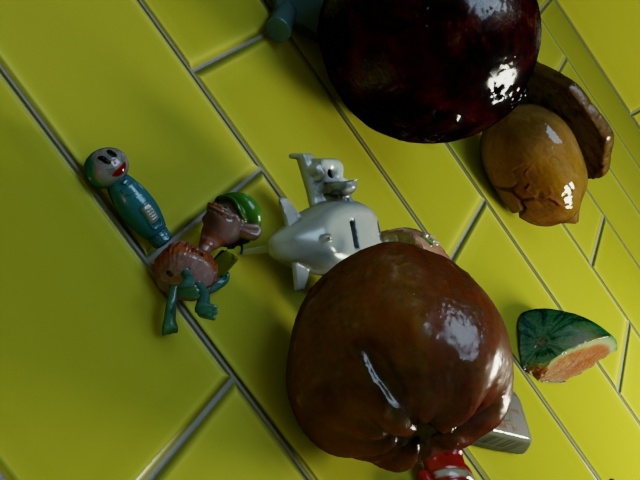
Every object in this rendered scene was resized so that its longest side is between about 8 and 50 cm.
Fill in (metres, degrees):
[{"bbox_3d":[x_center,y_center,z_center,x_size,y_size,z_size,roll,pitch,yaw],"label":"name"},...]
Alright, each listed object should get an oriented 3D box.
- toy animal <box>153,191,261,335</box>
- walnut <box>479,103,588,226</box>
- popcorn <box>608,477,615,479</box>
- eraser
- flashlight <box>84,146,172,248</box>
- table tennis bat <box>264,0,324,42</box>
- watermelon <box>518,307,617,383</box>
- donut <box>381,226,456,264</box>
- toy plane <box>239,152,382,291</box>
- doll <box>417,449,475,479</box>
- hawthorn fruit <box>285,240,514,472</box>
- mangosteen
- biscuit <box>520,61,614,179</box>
[{"bbox_3d":[-0.129,0.029,1.138,0.208,0.100,0.103,-72,158,-55],"label":"toy animal"},{"bbox_3d":[0.452,-0.146,2.067,0.298,0.203,0.203,53,30,-12],"label":"walnut"},{"bbox_3d":[0.514,0.535,1.435,0.274,0.279,0.335,87,13,-58],"label":"popcorn"},{"bbox_3d":[0.222,0.254,1.479,0.352,0.061,0.089,23,46,-45],"label":"eraser"},{"bbox_3d":[-0.214,-0.048,1.119,0.129,0.051,0.051,54,29,-17],"label":"flashlight"},{"bbox_3d":[-0.047,-0.425,1.730,0.215,0.044,0.329,48,29,-21],"label":"table tennis bat"},{"bbox_3d":[0.442,0.171,1.863,0.231,0.128,0.146,12,35,-49],"label":"watermelon"},{"bbox_3d":[0.164,0.090,1.521,0.199,0.085,0.232,32,40,-40],"label":"donut"},{"bbox_3d":[0.000,0.000,1.334,0.245,0.117,0.244,31,53,-53],"label":"toy plane"},{"bbox_3d":[0.186,0.374,1.300,0.142,0.076,0.245,26,38,-42],"label":"doll"},{"bbox_3d":[0.088,0.118,1.205,0.277,0.277,0.298,32,37,-39],"label":"hawthorn fruit"},{"bbox_3d":[0.177,-0.357,1.673,0.381,0.381,0.421,38,31,-32],"label":"mangosteen"},{"bbox_3d":[0.482,-0.263,2.146,0.046,0.359,0.359,-45,106,-16],"label":"biscuit"}]
